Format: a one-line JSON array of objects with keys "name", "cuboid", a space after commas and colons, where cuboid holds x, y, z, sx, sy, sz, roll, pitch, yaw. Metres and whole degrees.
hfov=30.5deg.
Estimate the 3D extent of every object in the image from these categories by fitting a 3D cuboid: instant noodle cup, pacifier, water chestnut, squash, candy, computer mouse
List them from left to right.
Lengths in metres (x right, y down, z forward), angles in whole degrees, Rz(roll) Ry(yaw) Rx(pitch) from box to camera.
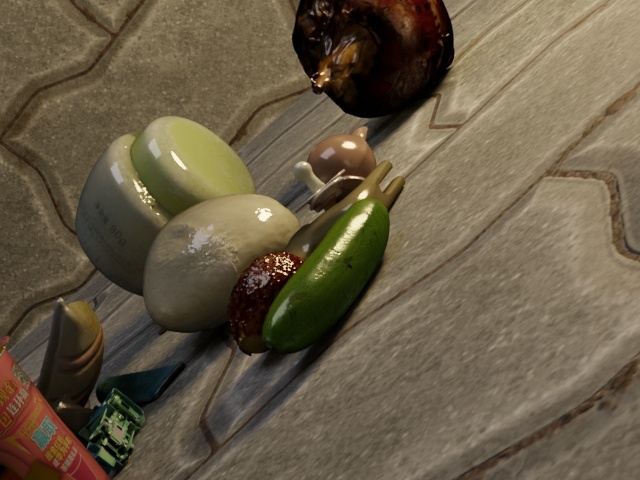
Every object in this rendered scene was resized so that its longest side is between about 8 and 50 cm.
[{"name": "instant noodle cup", "cuboid": [-0.391, 0.287, 1.462, 0.244, 0.255, 0.244, -40, 13, 11]}, {"name": "computer mouse", "cuboid": [-0.372, 0.293, 1.780, 0.172, 0.057, 0.099, 68, -142, -65]}, {"name": "candy", "cuboid": [-0.171, 0.030, 1.878, 0.295, 0.185, 0.295, -38, 7, 5]}, {"name": "pacifier", "cuboid": [-0.009, -0.086, 1.742, 0.099, 0.078, 0.081, -40, -1, -18]}, {"name": "squash", "cuboid": [0.018, 0.040, 1.470, 0.082, 0.082, 0.292, -29, 16, 45]}, {"name": "water chestnut", "cuboid": [0.078, -0.381, 2.236, 0.347, 0.335, 0.335, -37, 7, -35]}]

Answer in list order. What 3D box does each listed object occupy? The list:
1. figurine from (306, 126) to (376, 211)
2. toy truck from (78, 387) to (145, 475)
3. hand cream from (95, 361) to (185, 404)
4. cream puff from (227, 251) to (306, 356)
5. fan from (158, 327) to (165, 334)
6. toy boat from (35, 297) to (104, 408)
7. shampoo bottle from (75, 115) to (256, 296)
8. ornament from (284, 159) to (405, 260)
[{"name": "figurine", "cuboid": [0.037, -0.115, 1.920, 0.125, 0.125, 0.138, -35, 29, 27]}, {"name": "toy truck", "cuboid": [-0.307, 0.288, 1.680, 0.081, 0.067, 0.175, -44, 14, 14]}, {"name": "hand cream", "cuboid": [-0.300, 0.237, 1.905, 0.224, 0.048, 0.083, -16, 27, 51]}, {"name": "cream puff", "cuboid": [-0.071, 0.077, 1.530, 0.149, 0.084, 0.149, -49, -17, -21]}, {"name": "fan", "cuboid": [-0.214, 0.092, 2.215, 0.227, 0.008, 0.152, -49, 13, -29]}, {"name": "toy boat", "cuboid": [-0.406, 0.234, 1.870, 0.293, 0.111, 0.276, -62, -6, 2]}, {"name": "shampoo bottle", "cuboid": [-0.308, -0.059, 2.297, 0.317, 0.322, 0.322, -45, 10, 20]}, {"name": "ornament", "cuboid": [0.000, 0.000, 1.729, 0.230, 0.061, 0.245, -34, 9, 33]}]
